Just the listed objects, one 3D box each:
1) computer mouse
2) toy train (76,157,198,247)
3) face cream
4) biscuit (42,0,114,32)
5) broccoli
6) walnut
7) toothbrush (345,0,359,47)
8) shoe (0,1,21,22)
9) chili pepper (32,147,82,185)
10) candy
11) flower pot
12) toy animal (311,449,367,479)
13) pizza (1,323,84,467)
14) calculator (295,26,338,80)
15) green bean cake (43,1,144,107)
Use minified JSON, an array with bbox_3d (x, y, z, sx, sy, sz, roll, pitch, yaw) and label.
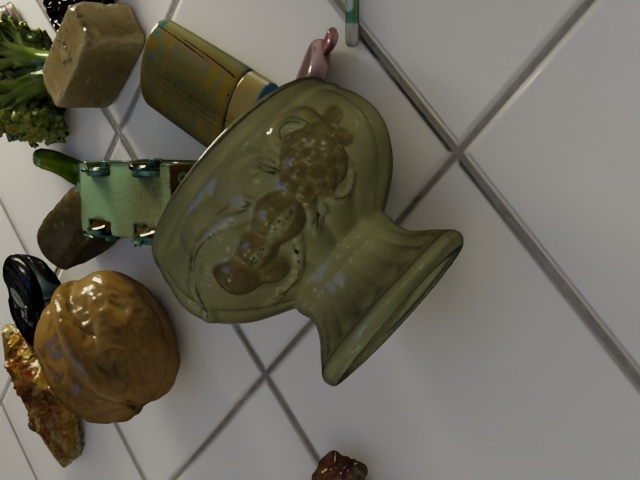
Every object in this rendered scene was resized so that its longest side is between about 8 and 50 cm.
[{"bbox_3d":[-0.580,0.115,1.595,0.137,0.096,0.233,49,144,26],"label":"computer mouse"},{"bbox_3d":[-0.246,-0.061,1.164,0.326,0.159,0.129,7,103,49],"label":"toy train"},{"bbox_3d":[-0.151,-0.198,1.090,0.285,0.067,0.139,37,126,34],"label":"face cream"},{"bbox_3d":[-0.411,-0.427,1.305,0.194,0.053,0.195,15,112,42],"label":"biscuit"},{"bbox_3d":[-0.553,-0.287,1.398,0.273,0.180,0.243,-7,95,46],"label":"broccoli"},{"bbox_3d":[-0.360,0.172,1.296,0.224,0.257,0.257,-37,71,10],"label":"walnut"},{"bbox_3d":[0.041,-0.353,0.887,0.018,0.024,0.257,19,115,42],"label":"toothbrush"},{"bbox_3d":[-0.663,-0.399,1.545,0.180,0.092,0.089,-35,76,45],"label":"shoe"},{"bbox_3d":[-0.467,-0.133,1.445,0.201,0.052,0.050,21,145,39],"label":"chili pepper"},{"bbox_3d":[-0.415,-0.032,1.383,0.234,0.104,0.102,-37,79,45],"label":"candy"},{"bbox_3d":[0.000,0.000,0.842,0.244,0.307,0.307,40,128,11],"label":"flower pot"},{"bbox_3d":[0.008,0.420,1.091,0.158,0.097,0.312,60,138,33],"label":"toy animal"},{"bbox_3d":[-0.595,0.326,1.657,0.226,0.086,0.336,-25,87,54],"label":"pizza"},{"bbox_3d":[-0.017,-0.187,0.948,0.103,0.024,0.166,-88,20,-50],"label":"calculator"},{"bbox_3d":[-0.369,-0.297,1.258,0.179,0.109,0.085,-46,68,43],"label":"green bean cake"}]
